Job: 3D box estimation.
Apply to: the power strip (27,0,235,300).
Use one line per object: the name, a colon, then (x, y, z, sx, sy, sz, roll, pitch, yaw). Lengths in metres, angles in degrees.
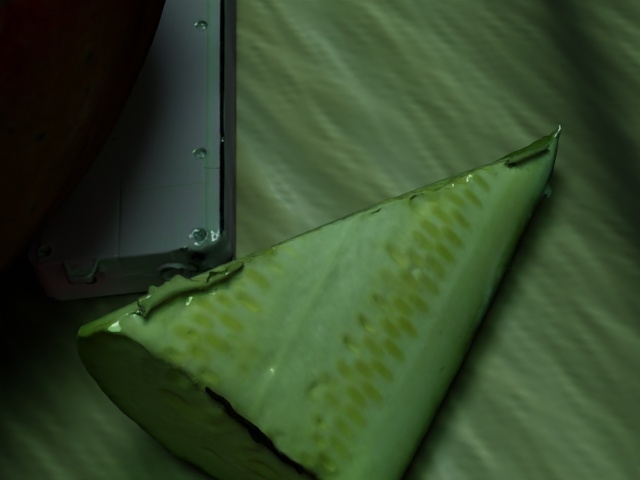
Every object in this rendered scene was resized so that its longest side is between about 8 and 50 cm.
power strip: (-0.104, -0.086, 1.052, 0.109, 0.037, 0.279, -6, 54, 6)

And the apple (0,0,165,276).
apple: (-0.226, -0.113, 0.910, 0.295, 0.329, 0.365, 31, 97, 19)

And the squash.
squash: (0.000, 0.000, 0.931, 0.169, 0.093, 0.252, 39, 61, -19)
